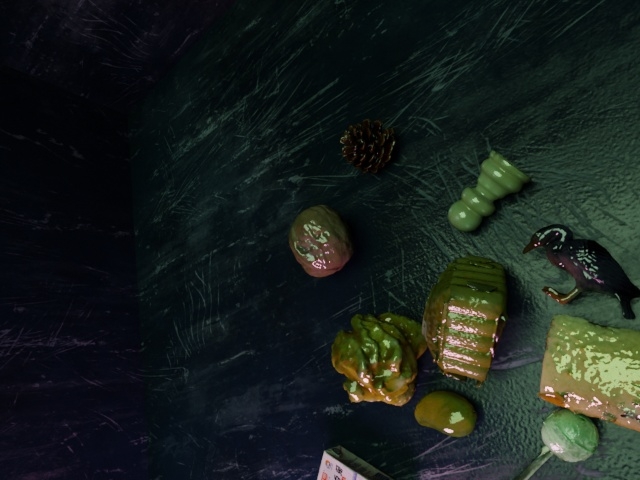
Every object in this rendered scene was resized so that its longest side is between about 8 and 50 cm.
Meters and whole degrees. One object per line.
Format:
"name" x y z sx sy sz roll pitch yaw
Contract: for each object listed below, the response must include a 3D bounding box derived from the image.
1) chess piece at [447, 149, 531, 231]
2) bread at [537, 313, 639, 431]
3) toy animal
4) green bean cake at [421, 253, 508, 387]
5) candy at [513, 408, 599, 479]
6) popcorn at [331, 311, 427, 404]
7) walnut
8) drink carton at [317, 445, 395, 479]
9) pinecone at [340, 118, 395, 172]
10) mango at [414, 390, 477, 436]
"chess piece" 0.498 -0.135 1.291 0.251 0.144 0.144 -53 53 25
"bread" 0.727 0.324 0.978 0.376 0.165 0.236 10 82 40
"toy animal" 0.679 0.086 1.094 0.298 0.122 0.185 36 103 37
"green bean cake" 0.409 0.215 1.221 0.202 0.285 0.309 11 112 17
"candy" 0.551 0.609 1.112 0.119 0.119 0.439 47 118 35
"popcorn" 0.197 0.348 1.328 0.326 0.290 0.321 -20 60 3
"walnut" 0.000 -0.001 1.586 0.227 0.273 0.273 -32 57 -7
"drink carton" 0.140 0.816 1.379 0.315 0.107 0.130 12 86 41
"pinecone" 0.169 -0.355 1.556 0.208 0.208 0.207 -9 75 37
"mango" 0.375 0.517 1.267 0.191 0.086 0.122 3 85 38
